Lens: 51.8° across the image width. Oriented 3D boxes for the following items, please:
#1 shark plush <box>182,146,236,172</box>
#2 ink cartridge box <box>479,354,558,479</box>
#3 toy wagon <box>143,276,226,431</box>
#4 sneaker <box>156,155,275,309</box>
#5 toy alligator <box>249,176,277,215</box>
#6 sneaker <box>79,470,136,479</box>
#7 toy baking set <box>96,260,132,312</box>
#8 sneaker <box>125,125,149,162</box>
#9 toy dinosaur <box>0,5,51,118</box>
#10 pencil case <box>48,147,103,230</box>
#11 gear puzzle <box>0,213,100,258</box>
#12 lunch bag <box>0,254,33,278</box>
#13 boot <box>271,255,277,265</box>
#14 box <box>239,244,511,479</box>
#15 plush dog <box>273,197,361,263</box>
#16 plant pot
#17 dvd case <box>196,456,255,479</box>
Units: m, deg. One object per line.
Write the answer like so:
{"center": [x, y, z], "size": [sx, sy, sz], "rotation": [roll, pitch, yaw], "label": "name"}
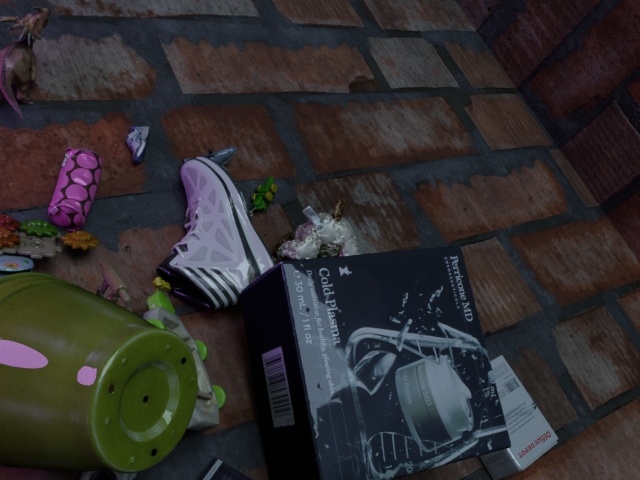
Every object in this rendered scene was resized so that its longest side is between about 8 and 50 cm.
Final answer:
{"center": [-0.321, -0.243, 1.891], "size": [0.161, 0.067, 0.073], "rotation": [1, 58, -30], "label": "shark plush"}
{"center": [0.490, 0.484, 1.812], "size": [0.197, 0.114, 0.273], "rotation": [-17, 67, -39], "label": "ink cartridge box"}
{"center": [-0.312, 0.243, 1.435], "size": [0.068, 0.267, 0.344], "rotation": [-27, 68, 1], "label": "toy wagon"}
{"center": [-0.313, -0.023, 1.670], "size": [0.257, 0.169, 0.447], "rotation": [-16, 63, -33], "label": "sneaker"}
{"center": [-0.167, -0.111, 1.903], "size": [0.051, 0.056, 0.189], "rotation": [63, 35, -35], "label": "toy alligator"}
{"center": [-0.393, 0.430, 1.304], "size": [0.114, 0.152, 0.305], "rotation": [26, 47, -11], "label": "sneaker"}
{"center": [-0.453, 0.147, 1.421], "size": [0.030, 0.196, 0.256], "rotation": [-8, 36, -34], "label": "toy baking set"}
{"center": [-0.509, -0.265, 1.816], "size": [0.058, 0.052, 0.135], "rotation": [9, 46, -13], "label": "sneaker"}
{"center": [-0.783, -0.462, 1.687], "size": [0.127, 0.200, 0.295], "rotation": [11, 54, -24], "label": "toy dinosaur"}
{"center": [-0.607, -0.130, 1.626], "size": [0.098, 0.095, 0.209], "rotation": [47, 32, -44], "label": "pencil case"}
{"center": [-0.669, -0.019, 1.484], "size": [0.339, 0.044, 0.175], "rotation": [9, 21, -26], "label": "gear puzzle"}
{"center": [-0.706, 0.118, 1.344], "size": [0.223, 0.160, 0.262], "rotation": [7, 45, -25], "label": "lunch bag"}
{"center": [-0.117, 0.121, 1.761], "size": [0.158, 0.059, 0.085], "rotation": [44, 50, 16], "label": "boot"}
{"center": [0.112, 0.289, 1.514], "size": [0.472, 0.297, 0.480], "rotation": [-4, 74, -28], "label": "box"}
{"center": [0.000, 0.000, 1.807], "size": [0.262, 0.225, 0.210], "rotation": [11, 81, -18], "label": "plush dog"}
{"center": [-0.422, 0.250, 1.172], "size": [0.366, 0.353, 0.366], "rotation": [-7, 99, -57], "label": "plant pot"}
{"center": [-0.172, 0.565, 1.368], "size": [0.221, 0.018, 0.164], "rotation": [26, 36, 12], "label": "dvd case"}
